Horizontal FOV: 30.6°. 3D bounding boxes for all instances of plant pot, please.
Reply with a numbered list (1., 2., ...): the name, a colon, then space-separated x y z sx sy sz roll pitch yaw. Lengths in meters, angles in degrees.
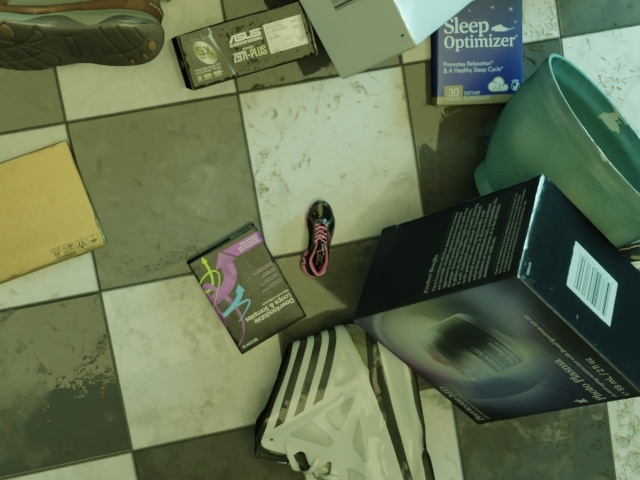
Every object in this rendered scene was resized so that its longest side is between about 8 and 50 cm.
1. plant pot: 0.348 -0.093 1.687 0.196 0.293 0.293 -39 104 24

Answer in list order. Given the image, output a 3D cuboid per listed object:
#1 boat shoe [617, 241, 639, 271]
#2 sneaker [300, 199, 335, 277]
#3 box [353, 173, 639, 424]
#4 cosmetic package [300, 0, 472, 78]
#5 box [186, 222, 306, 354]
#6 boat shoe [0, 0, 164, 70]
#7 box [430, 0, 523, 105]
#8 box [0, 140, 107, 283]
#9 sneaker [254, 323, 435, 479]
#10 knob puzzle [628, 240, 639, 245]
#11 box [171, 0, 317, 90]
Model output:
1. boat shoe: 0.567 -0.025 1.779 0.340 0.127 0.113 -12 87 -17
2. sneaker: 0.000 0.000 1.733 0.047 0.057 0.119 4 97 -9
3. box: 0.261 0.097 1.624 0.296 0.294 0.183 40 52 -27
4. cosmetic package: 0.076 -0.375 1.592 0.225 0.138 0.224 -42 108 -48
5. box: -0.108 0.073 1.738 0.116 0.029 0.162 -31 104 -4
6. boat shoe: -0.372 -0.310 1.602 0.324 0.123 0.116 3 65 -2
7. box: 0.231 -0.315 1.737 0.136 0.036 0.225 -4 98 -10
8. box: -0.427 -0.035 1.669 0.201 0.021 0.164 -20 102 -6
9. sneaker: 0.039 0.347 1.760 0.257 0.169 0.447 -11 92 0
10. knob puzzle: 0.540 0.042 1.849 0.213 0.030 0.213 -1 98 -10
11. box: -0.108 -0.271 1.625 0.180 0.147 0.077 -17 101 -6
